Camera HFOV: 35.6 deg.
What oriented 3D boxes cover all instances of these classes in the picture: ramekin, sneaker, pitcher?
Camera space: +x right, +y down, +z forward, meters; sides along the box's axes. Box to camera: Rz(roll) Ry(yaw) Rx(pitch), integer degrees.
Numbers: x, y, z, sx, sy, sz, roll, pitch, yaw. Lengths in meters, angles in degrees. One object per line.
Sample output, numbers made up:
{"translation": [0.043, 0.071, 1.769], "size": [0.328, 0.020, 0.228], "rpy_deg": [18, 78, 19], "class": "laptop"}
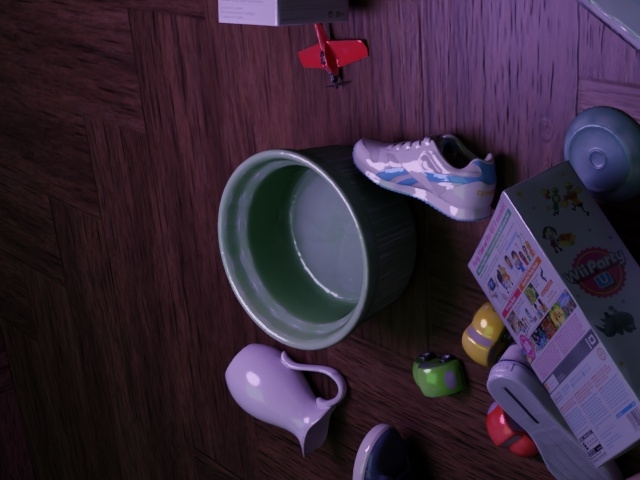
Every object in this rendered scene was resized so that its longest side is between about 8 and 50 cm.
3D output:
{"translation": [0.000, 0.000, 1.507], "size": [0.303, 0.148, 0.303], "rpy_deg": [15, 114, 39], "class": "ramekin"}
{"translation": [0.327, 0.238, 1.319], "size": [0.094, 0.091, 0.258], "rpy_deg": [-21, 112, 48], "class": "sneaker"}
{"translation": [0.144, -0.107, 1.367], "size": [0.228, 0.087, 0.092], "rpy_deg": [25, 120, 33], "class": "sneaker"}
{"translation": [0.158, 0.461, 1.624], "size": [0.148, 0.131, 0.350], "rpy_deg": [7, 120, 42], "class": "sneaker"}
{"translation": [-0.059, 0.261, 1.794], "size": [0.207, 0.125, 0.178], "rpy_deg": [38, 115, 19], "class": "pitcher"}

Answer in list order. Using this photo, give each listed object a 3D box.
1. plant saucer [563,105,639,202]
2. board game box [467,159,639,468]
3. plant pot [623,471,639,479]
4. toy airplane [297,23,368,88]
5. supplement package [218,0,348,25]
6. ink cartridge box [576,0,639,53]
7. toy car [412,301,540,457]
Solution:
{"translation": [0.333, -0.098, 1.180], "size": [0.119, 0.021, 0.119], "rpy_deg": [27, 127, 41], "class": "plant saucer"}
{"translation": [0.305, 0.093, 1.165], "size": [0.303, 0.097, 0.224], "rpy_deg": [60, 166, 19], "class": "board game box"}
{"translation": [0.432, 0.354, 1.148], "size": [0.256, 0.256, 0.274], "rpy_deg": [47, 123, 24], "class": "plant pot"}
{"translation": [0.007, -0.297, 1.471], "size": [0.151, 0.028, 0.151], "rpy_deg": [25, 127, 39], "class": "toy airplane"}
{"translation": [-0.054, -0.423, 1.365], "size": [0.139, 0.133, 0.244], "rpy_deg": [15, 112, 46], "class": "supplement package"}
{"translation": [0.436, -0.254, 0.771], "size": [0.308, 0.091, 0.385], "rpy_deg": [48, 110, 24], "class": "ink cartridge box"}
{"translation": [0.210, 0.209, 1.470], "size": [0.225, 0.053, 0.239], "rpy_deg": [-4, 105, 52], "class": "toy car"}
